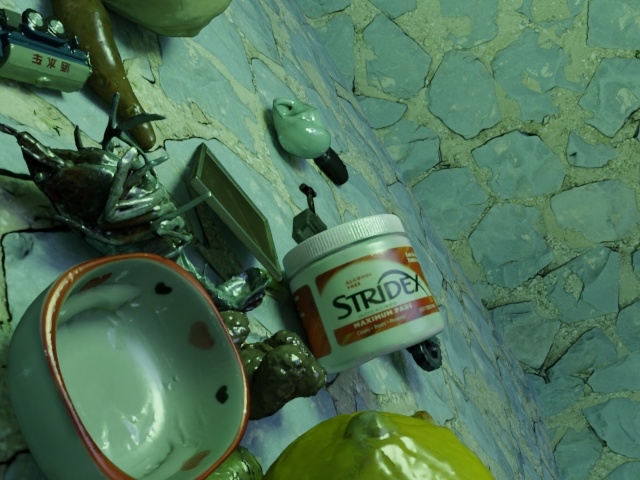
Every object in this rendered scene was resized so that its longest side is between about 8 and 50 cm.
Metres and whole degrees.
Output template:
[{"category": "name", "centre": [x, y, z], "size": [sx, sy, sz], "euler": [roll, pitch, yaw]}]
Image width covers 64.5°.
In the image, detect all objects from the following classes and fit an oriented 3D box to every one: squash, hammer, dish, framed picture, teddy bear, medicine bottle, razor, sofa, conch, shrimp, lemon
[{"category": "squash", "centre": [-0.097, 0.073, 0.949], "size": [0.083, 0.027, 0.027], "euler": [32, 35, -50]}, {"category": "hammer", "centre": [-0.021, -0.071, 1.313], "size": [0.065, 0.021, 0.178], "euler": [36, 35, -46]}, {"category": "dish", "centre": [-0.197, 0.142, 0.516], "size": [0.256, 0.117, 0.256], "euler": [47, 24, -29]}, {"category": "framed picture", "centre": [-0.149, -0.063, 0.896], "size": [0.213, 0.016, 0.289], "euler": [52, 5, -23]}, {"category": "teddy bear", "centre": [-0.074, 0.186, 0.730], "size": [0.190, 0.177, 0.140], "euler": [11, 97, -62]}, {"category": "medicine bottle", "centre": [0.079, 0.107, 0.978], "size": [0.252, 0.252, 0.240], "euler": [9, 57, -63]}, {"category": "razor", "centre": [0.035, -0.242, 1.599], "size": [0.148, 0.054, 0.090], "euler": [43, 31, -36]}, {"category": "sofa", "centre": [0.000, 0.000, 1.210], "size": [0.147, 0.060, 0.085], "euler": [48, 25, -30]}, {"category": "conch", "centre": [-0.061, -0.308, 1.378], "size": [0.185, 0.121, 0.221], "euler": [41, 21, -33]}, {"category": "shrimp", "centre": [-0.213, -0.021, 0.658], "size": [0.221, 0.166, 0.410], "euler": [35, -21, 50]}, {"category": "lemon", "centre": [0.062, 0.358, 0.544], "size": [0.336, 0.336, 0.336], "euler": [47, 25, -30]}]

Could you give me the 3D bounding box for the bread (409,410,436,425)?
[{"category": "bread", "centre": [0.193, 0.430, 1.067], "size": [0.211, 0.083, 0.114], "euler": [19, 41, -59]}]

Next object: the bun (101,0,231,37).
[{"category": "bun", "centre": [-0.333, -0.532, 0.951], "size": [0.360, 0.211, 0.359], "euler": [38, 26, -23]}]

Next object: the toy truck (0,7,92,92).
[{"category": "toy truck", "centre": [-0.389, -0.244, 0.651], "size": [0.202, 0.074, 0.088], "euler": [-11, 82, -68]}]

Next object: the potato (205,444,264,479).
[{"category": "potato", "centre": [-0.113, 0.313, 0.581], "size": [0.119, 0.054, 0.198], "euler": [65, 22, 4]}]

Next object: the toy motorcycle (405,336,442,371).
[{"category": "toy motorcycle", "centre": [0.186, 0.151, 1.276], "size": [0.416, 0.172, 0.232], "euler": [42, 32, -28]}]

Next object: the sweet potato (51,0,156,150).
[{"category": "sweet potato", "centre": [-0.349, -0.306, 0.792], "size": [0.346, 0.079, 0.108], "euler": [64, 4, 1]}]
